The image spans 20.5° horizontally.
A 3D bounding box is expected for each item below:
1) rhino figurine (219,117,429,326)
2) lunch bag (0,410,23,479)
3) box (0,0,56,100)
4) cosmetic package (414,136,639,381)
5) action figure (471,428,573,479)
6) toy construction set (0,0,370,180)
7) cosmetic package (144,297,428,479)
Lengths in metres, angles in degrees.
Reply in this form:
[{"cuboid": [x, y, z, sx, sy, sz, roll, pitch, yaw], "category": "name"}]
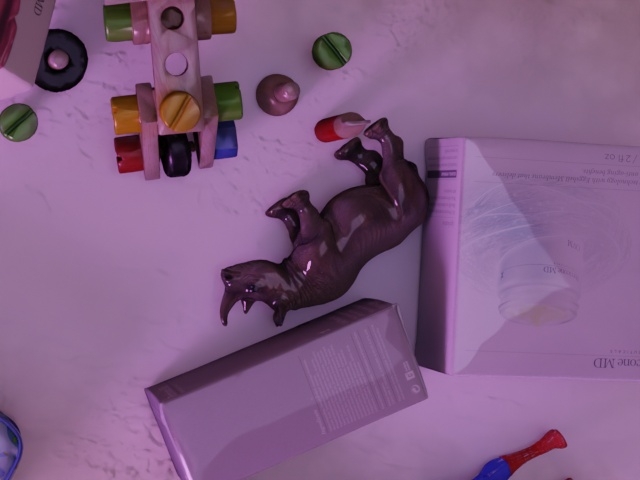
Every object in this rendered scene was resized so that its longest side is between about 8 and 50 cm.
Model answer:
[{"cuboid": [0.000, 0.000, 1.673, 0.243, 0.073, 0.106, -41, 96, -7], "category": "rhino figurine"}, {"cuboid": [-0.392, 0.192, 1.580, 0.219, 0.090, 0.176, 30, 84, -11], "category": "lunch bag"}, {"cuboid": [-0.349, -0.227, 1.491, 0.232, 0.126, 0.149, 36, 51, -40], "category": "box"}, {"cuboid": [0.217, 0.019, 1.689, 0.224, 0.138, 0.225, 2, 92, -12], "category": "cosmetic package"}, {"cuboid": [0.126, 0.275, 1.678, 0.280, 0.139, 0.091, -24, 95, -9], "category": "action figure"}, {"cuboid": [-0.095, -0.166, 1.563, 0.308, 0.237, 0.258, 19, 87, -13], "category": "toy construction set"}, {"cuboid": [-0.034, 0.143, 1.641, 0.238, 0.127, 0.107, -20, 96, -13], "category": "cosmetic package"}]
